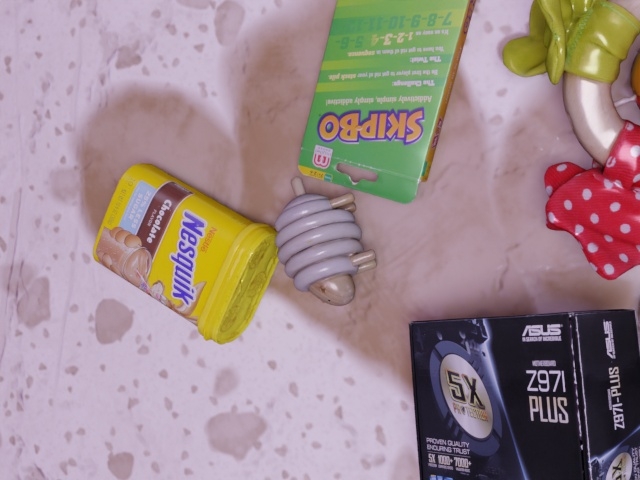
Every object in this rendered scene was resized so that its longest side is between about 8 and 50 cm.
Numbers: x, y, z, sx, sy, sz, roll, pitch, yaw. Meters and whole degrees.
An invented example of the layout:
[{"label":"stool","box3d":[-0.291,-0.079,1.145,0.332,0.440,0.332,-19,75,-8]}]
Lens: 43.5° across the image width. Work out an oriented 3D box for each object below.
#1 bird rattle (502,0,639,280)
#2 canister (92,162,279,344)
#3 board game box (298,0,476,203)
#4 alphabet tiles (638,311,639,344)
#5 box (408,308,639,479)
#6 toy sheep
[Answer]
[{"label":"bird rattle","box3d":[0.253,-0.107,0.618,0.207,0.143,0.253,-19,88,16]},{"label":"canister","box3d":[-0.137,0.010,0.816,0.170,0.073,0.126,29,104,19]},{"label":"board game box","box3d":[0.066,-0.172,0.740,0.124,0.039,0.259,18,98,21]},{"label":"alphabet tiles","box3d":[0.314,0.041,0.534,0.021,0.284,0.278,24,65,-13]},{"label":"box","box3d":[0.162,0.133,0.647,0.180,0.077,0.147,-11,81,54]},{"label":"toy sheep","box3d":[0.000,0.000,0.755,0.091,0.091,0.132,-27,70,22]}]
